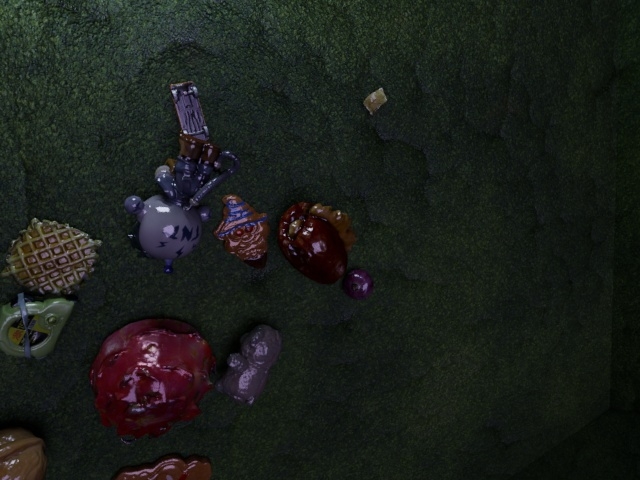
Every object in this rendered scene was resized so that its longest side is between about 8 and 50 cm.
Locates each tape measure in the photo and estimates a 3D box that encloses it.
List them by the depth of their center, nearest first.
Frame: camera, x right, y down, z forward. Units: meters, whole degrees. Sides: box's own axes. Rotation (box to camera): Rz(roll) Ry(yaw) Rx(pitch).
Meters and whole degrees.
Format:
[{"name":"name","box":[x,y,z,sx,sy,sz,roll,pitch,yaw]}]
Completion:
[{"name":"tape measure","box":[-0.795,0.232,1.177,0.175,0.106,0.200,22,95,-39]}]

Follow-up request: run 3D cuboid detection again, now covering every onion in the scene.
[{"name":"onion","box":[0.142,0.163,1.588,0.115,0.104,0.115,6,109,18]}]

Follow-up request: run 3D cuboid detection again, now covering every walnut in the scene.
[{"name":"walnut","box":[-0.901,0.654,1.197,0.257,0.224,0.257,-38,156,-20]},{"name":"walnut","box":[0.000,0.000,1.407,0.244,0.222,0.269,-43,134,2]}]

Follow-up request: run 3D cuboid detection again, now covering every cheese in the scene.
[{"name":"cheese","box":[0.186,-0.467,1.437,0.084,0.041,0.060,-39,111,9]}]

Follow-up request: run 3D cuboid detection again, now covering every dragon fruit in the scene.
[{"name":"dragon fruit","box":[-0.501,0.440,1.307,0.386,0.249,0.371,2,110,-23]}]

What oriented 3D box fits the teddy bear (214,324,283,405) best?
[{"name":"teddy bear","box":[-0.234,0.412,1.447,0.236,0.151,0.267,32,76,-64]}]

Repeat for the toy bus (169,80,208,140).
[{"name":"toy bus","box":[-0.371,-0.355,1.201,0.069,0.074,0.162,-20,112,-24]}]

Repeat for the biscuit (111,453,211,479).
[{"name":"biscuit","box":[-0.555,0.857,1.513,0.333,0.047,0.202,-5,108,-23]}]

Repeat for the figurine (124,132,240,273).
[{"name":"figurine","box":[-0.408,-0.106,1.200,0.261,0.186,0.382,13,106,-36]}]

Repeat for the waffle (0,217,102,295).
[{"name":"waffle","box":[-0.731,0.050,1.171,0.214,0.054,0.208,27,87,-27]}]

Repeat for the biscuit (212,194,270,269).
[{"name":"biscuit","box":[-0.245,-0.020,1.388,0.183,0.043,0.280,-25,112,-12]}]
